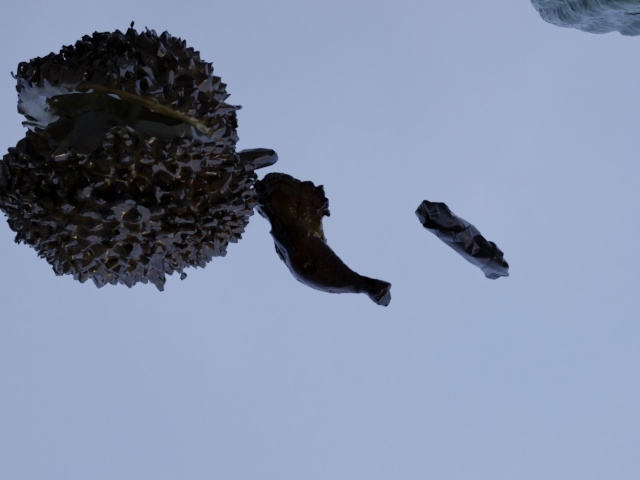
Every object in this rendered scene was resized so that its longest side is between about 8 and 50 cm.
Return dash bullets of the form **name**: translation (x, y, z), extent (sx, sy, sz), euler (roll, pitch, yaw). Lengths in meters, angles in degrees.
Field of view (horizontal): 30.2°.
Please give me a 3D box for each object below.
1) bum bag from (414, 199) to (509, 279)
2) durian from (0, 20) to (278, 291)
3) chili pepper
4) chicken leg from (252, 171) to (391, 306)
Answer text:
- **bum bag**: translation (0.154, -0.001, 1.263), extent (0.034, 0.124, 0.058), euler (-55, -169, -17)
- **durian**: translation (-0.124, -0.056, 0.821), extent (0.196, 0.196, 0.167), euler (-43, 179, -18)
- **chili pepper**: translation (0.178, -0.177, 0.753), extent (0.099, 0.083, 0.253), euler (-47, -166, 7)
- **chicken leg**: translation (-0.003, 0.003, 0.875), extent (0.062, 0.037, 0.145), euler (-42, -117, 16)
